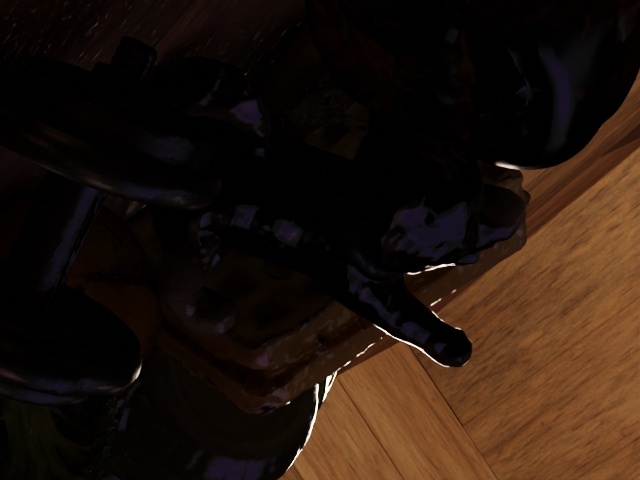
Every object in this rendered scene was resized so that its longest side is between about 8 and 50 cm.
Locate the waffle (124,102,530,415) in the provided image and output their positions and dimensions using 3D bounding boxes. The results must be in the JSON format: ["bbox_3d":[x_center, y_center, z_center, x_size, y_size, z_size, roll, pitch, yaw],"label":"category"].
[{"bbox_3d":[0.000,0.000,1.941,0.376,0.261,0.114,-31,133,-28],"label":"waffle"}]

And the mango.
[{"bbox_3d":[-0.210,0.041,1.708,0.120,0.177,0.295,-23,177,19],"label":"mango"}]

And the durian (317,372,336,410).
[{"bbox_3d":[0.010,0.035,2.279,0.157,0.169,0.355,-7,126,-20],"label":"durian"}]

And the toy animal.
[{"bbox_3d":[0.006,-0.041,1.677,0.344,0.194,0.302,5,146,0],"label":"toy animal"}]

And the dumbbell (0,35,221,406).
[{"bbox_3d":[-0.185,-0.006,1.348,0.290,0.192,0.192,-65,163,11],"label":"dumbbell"}]

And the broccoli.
[{"bbox_3d":[-0.299,0.142,1.846,0.254,0.269,0.269,-33,172,-36],"label":"broccoli"}]

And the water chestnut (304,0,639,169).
[{"bbox_3d":[0.129,-0.198,1.450,0.289,0.289,0.244,-47,-164,55],"label":"water chestnut"}]

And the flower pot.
[{"bbox_3d":[-0.160,0.153,2.177,0.302,0.302,0.213,-26,180,-39],"label":"flower pot"}]

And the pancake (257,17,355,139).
[{"bbox_3d":[0.088,-0.203,1.823,0.356,0.065,0.356,-29,174,-3],"label":"pancake"}]
